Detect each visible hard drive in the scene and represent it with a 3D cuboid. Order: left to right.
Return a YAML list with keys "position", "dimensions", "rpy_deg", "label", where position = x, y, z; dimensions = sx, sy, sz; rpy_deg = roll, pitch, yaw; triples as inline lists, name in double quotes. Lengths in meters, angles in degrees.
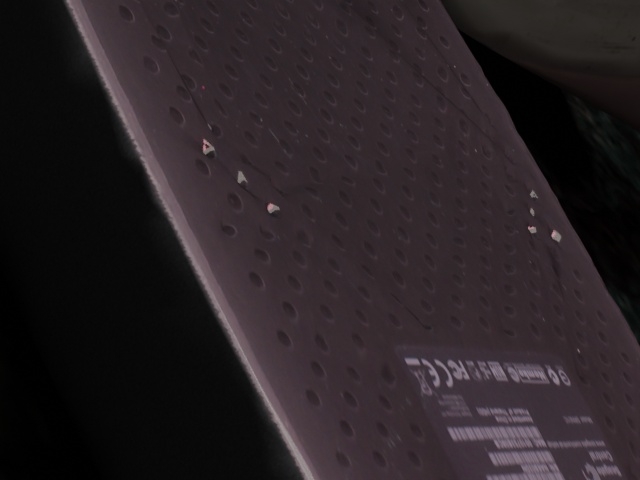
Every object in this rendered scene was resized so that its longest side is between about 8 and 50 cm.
- position: [0.000, 0.000, 0.408]
  dimensions: [0.172, 0.054, 0.254]
  rpy_deg: [8, 50, -56]
  label: "hard drive"

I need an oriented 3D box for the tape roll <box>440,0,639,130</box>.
- position: [0.149, -0.172, 0.614]
  dimensions: [0.100, 0.286, 0.286]
  rpy_deg: [20, 40, -47]
  label: "tape roll"
